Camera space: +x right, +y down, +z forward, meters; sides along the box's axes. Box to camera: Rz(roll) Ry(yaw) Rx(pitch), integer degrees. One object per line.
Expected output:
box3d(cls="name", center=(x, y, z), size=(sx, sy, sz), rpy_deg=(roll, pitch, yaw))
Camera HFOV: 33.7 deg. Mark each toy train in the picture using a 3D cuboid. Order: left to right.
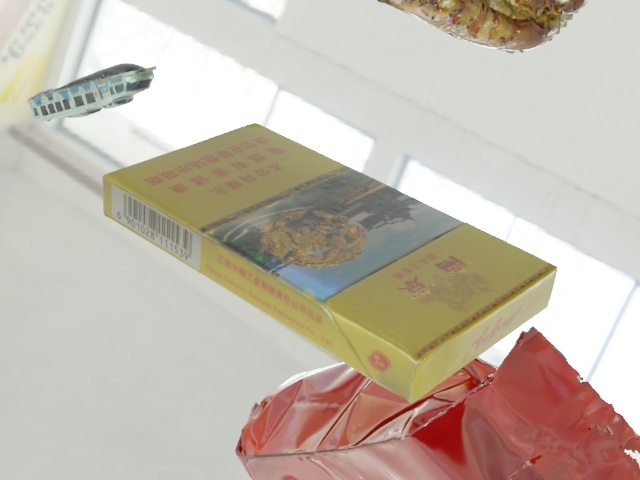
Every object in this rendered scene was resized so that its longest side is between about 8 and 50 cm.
box3d(cls="toy train", center=(-0.265, -0.173, 1.235), size=(0.207, 0.047, 0.043), rpy_deg=(-6, -167, 42))

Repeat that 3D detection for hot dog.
box3d(cls="hot dog", center=(0.140, -0.253, 0.984), size=(0.252, 0.131, 0.069), rpy_deg=(13, -160, -25))

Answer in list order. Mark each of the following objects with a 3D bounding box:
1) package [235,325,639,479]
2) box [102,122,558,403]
box3d(cls="package", center=(0.079, 0.192, 0.881), size=(0.196, 0.123, 0.423), rpy_deg=(46, 150, -13))
box3d(cls="box", center=(0.000, 0.000, 0.396), size=(0.155, 0.023, 0.087), rpy_deg=(28, -146, 32))
